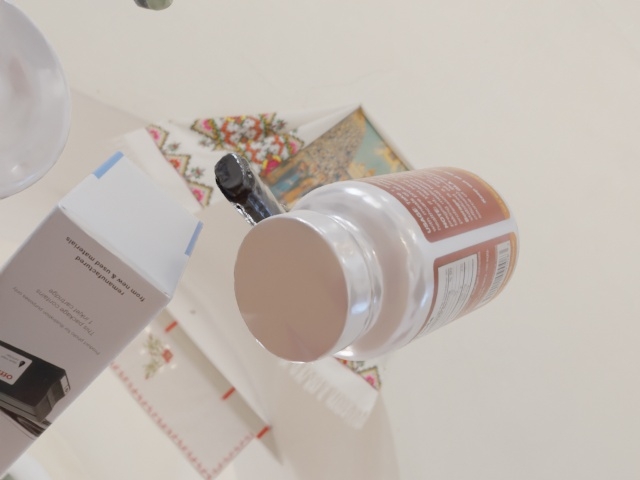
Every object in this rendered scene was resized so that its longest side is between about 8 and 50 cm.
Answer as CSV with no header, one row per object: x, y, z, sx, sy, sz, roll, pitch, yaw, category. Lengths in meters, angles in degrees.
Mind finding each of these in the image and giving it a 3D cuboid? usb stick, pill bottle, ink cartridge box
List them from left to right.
-0.377,-0.095,0.654,0.318,0.176,0.176,-11,-65,41,pill bottle
-0.352,0.103,0.951,0.166,0.285,0.395,42,-77,-14,ink cartridge box
-0.042,-0.001,0.899,0.278,0.045,0.077,53,7,-48,usb stick
0.045,0.014,0.524,0.121,0.216,0.121,8,-77,37,pill bottle

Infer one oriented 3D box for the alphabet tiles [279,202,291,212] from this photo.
0.000,0.000,1.016,0.237,0.009,0.198,27,-9,40,alphabet tiles

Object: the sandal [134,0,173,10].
-0.105,-0.338,0.601,0.086,0.120,0.303,5,-86,3,sandal
